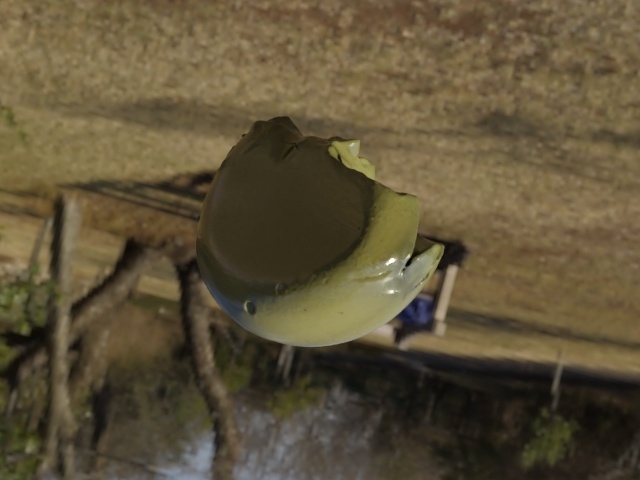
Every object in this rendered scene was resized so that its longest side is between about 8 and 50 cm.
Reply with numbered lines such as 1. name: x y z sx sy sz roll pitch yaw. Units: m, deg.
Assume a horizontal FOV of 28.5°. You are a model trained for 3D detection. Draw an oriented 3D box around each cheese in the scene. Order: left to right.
1. cheese: 0.000 0.000 0.985 0.203 0.175 0.091 19 171 38
